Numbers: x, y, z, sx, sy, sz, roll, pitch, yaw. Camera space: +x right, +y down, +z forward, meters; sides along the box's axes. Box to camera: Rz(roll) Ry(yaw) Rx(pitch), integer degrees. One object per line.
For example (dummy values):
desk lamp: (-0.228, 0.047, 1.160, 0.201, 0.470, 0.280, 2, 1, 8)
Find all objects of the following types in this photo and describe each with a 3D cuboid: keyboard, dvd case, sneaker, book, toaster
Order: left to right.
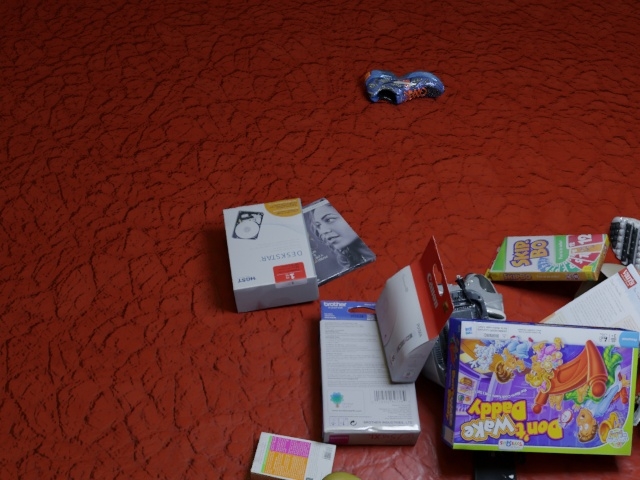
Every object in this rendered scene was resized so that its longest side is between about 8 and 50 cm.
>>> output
book: (-0.049, 0.412, 1.625, 0.144, 0.035, 0.096, 10, 44, 5)
dvd case: (0.000, 0.000, 2.019, 0.164, 0.018, 0.221, -24, 53, -23)
sneaker: (0.228, -0.406, 2.382, 0.221, 0.083, 0.087, 1, 60, 5)
toaster: (0.255, 0.185, 1.734, 0.129, 0.146, 0.227, -9, 88, -16)
sneaker: (0.290, 0.116, 1.896, 0.228, 0.086, 0.132, 17, 43, -1)
keyboard: (0.342, 0.399, 1.666, 0.108, 0.023, 0.180, 6, 48, -2)
sneaker: (0.774, 0.024, 1.964, 0.118, 0.110, 0.292, -10, 28, -27)

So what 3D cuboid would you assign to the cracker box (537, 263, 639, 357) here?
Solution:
cracker box: (0.577, 0.178, 1.768, 0.232, 0.067, 0.156, -37, 46, 21)

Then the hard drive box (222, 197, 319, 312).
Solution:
hard drive box: (-0.111, 0.030, 1.921, 0.181, 0.089, 0.232, -10, 51, -5)

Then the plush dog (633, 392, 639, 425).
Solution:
plush dog: (0.729, 0.331, 1.670, 0.225, 0.211, 0.262, 35, 35, 4)

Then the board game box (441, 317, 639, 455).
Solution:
board game box: (0.410, 0.272, 1.633, 0.347, 0.078, 0.234, 4, 90, -9)

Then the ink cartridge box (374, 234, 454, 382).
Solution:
ink cartridge box: (0.174, 0.131, 1.682, 0.066, 0.232, 0.189, 1, 47, -12)

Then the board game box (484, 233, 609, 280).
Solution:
board game box: (0.493, 0.039, 1.929, 0.259, 0.039, 0.124, -4, 38, 37)

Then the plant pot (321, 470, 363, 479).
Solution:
plant pot: (0.037, 0.461, 1.533, 0.134, 0.134, 0.095, -5, 20, -9)

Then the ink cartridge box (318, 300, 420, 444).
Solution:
ink cartridge box: (0.090, 0.260, 1.753, 0.185, 0.065, 0.311, 1, 50, -5)

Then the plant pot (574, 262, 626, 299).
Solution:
plant pot: (0.640, 0.113, 1.903, 0.096, 0.109, 0.109, -14, 48, -32)
